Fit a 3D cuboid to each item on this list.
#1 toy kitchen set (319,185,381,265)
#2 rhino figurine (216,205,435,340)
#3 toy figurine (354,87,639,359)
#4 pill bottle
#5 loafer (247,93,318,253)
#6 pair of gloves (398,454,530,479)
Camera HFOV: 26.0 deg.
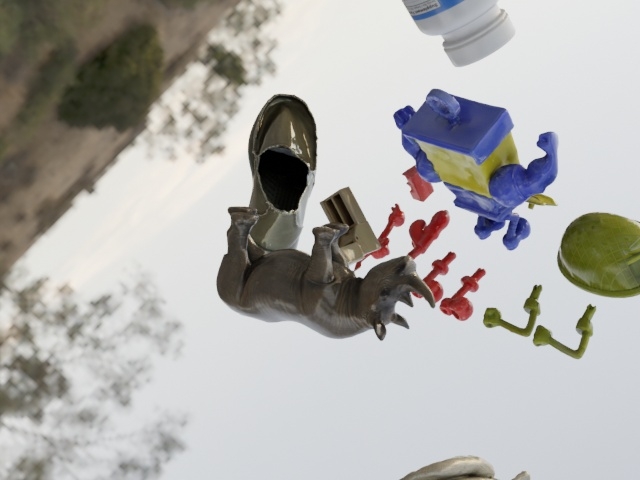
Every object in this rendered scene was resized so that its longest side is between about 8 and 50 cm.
[{"bbox_3d":[0.000,0.000,1.416,0.068,0.075,0.083,-32,172,40],"label":"toy kitchen set"},{"bbox_3d":[0.002,0.037,1.298,0.243,0.106,0.073,11,-170,30],"label":"rhino figurine"},{"bbox_3d":[0.161,-0.055,1.439,0.191,0.217,0.363,-42,-141,-20],"label":"toy figurine"},{"bbox_3d":[0.153,-0.333,1.727,0.124,0.221,0.124,-30,-163,10],"label":"pill bottle"},{"bbox_3d":[-0.040,-0.093,1.705,0.087,0.094,0.251,117,-20,-49],"label":"loafer"},{"bbox_3d":[0.047,0.253,1.051,0.042,0.204,0.240,-121,-147,-43],"label":"pair of gloves"}]
